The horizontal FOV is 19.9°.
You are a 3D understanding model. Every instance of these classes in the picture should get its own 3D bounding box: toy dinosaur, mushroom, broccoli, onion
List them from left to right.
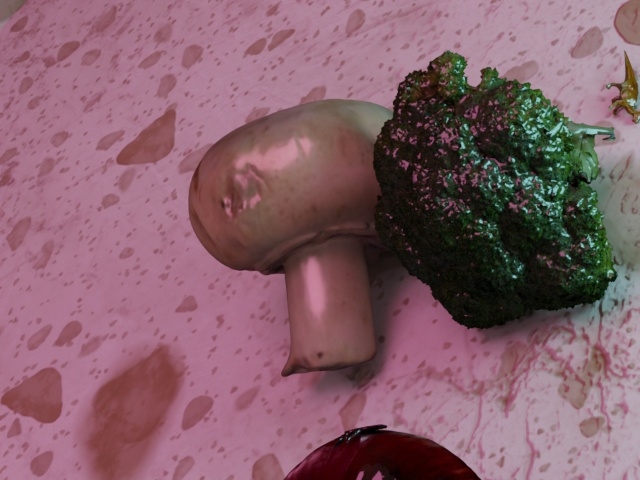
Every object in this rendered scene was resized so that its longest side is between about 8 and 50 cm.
[{"bbox_3d":[0.000,0.000,2.274,0.314,0.314,0.336,-16,75,35],"label":"mushroom"},{"bbox_3d":[0.074,0.336,1.828,0.314,0.232,0.314,5,98,40],"label":"onion"},{"bbox_3d":[0.216,-0.060,2.092,0.304,0.321,0.283,11,31,39],"label":"broccoli"},{"bbox_3d":[0.373,-0.186,2.251,0.041,0.026,0.113,-22,49,19],"label":"toy dinosaur"}]
